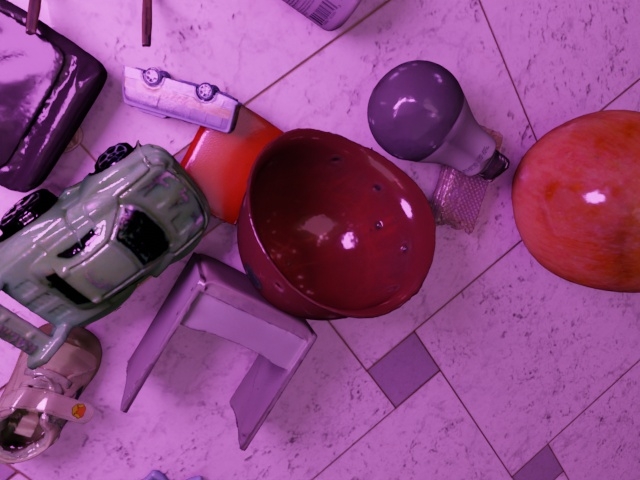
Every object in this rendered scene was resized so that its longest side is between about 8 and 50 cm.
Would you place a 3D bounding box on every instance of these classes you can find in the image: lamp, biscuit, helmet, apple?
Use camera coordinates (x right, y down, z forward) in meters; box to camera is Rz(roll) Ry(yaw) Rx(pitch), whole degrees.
[{"bbox_3d":[0.223,-0.198,0.881,0.182,0.182,0.314,-45,111,-3],"label":"lamp"},{"bbox_3d":[0.313,-0.135,1.002,0.108,0.062,0.239,12,99,-20],"label":"biscuit"},{"bbox_3d":[0.000,0.000,0.829,0.384,0.230,0.338,-17,76,-41],"label":"helmet"},{"bbox_3d":[0.631,-0.074,0.978,0.390,0.346,0.392,-7,112,-16],"label":"apple"}]

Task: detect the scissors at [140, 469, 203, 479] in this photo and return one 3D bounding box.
[{"bbox_3d":[-0.362,0.668,1.002,0.191,0.029,0.361,15,101,-18],"label":"scissors"}]

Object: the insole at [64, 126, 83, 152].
[{"bbox_3d":[-0.487,-0.239,0.714,0.081,0.011,0.248,-45,114,-4],"label":"insole"}]

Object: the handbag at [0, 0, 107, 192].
[{"bbox_3d":[-0.476,-0.220,0.678,0.223,0.080,0.247,32,93,-20],"label":"handbag"}]

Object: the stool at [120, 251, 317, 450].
[{"bbox_3d":[-0.189,0.202,0.856,0.243,0.170,0.270,31,93,-24],"label":"stool"}]

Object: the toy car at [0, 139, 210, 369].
[{"bbox_3d":[-0.350,0.015,0.717,0.358,0.176,0.214,-32,129,-2],"label":"toy car"}]

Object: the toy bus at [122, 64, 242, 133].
[{"bbox_3d":[-0.230,-0.235,0.758,0.190,0.064,0.075,14,105,-5],"label":"toy bus"}]

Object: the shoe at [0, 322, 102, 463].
[{"bbox_3d":[-0.485,0.277,0.809,0.140,0.128,0.262,32,95,-38],"label":"shoe"}]

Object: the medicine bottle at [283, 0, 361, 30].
[{"bbox_3d":[-0.058,-0.480,0.720,0.288,0.157,0.157,25,95,-24],"label":"medicine bottle"}]

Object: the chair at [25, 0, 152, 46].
[{"bbox_3d":[-0.328,-0.433,0.646,0.187,0.166,0.273,-1,62,-18],"label":"chair"}]

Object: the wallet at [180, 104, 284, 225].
[{"bbox_3d":[-0.172,-0.145,0.834,0.142,0.045,0.205,28,93,-21],"label":"wallet"}]
